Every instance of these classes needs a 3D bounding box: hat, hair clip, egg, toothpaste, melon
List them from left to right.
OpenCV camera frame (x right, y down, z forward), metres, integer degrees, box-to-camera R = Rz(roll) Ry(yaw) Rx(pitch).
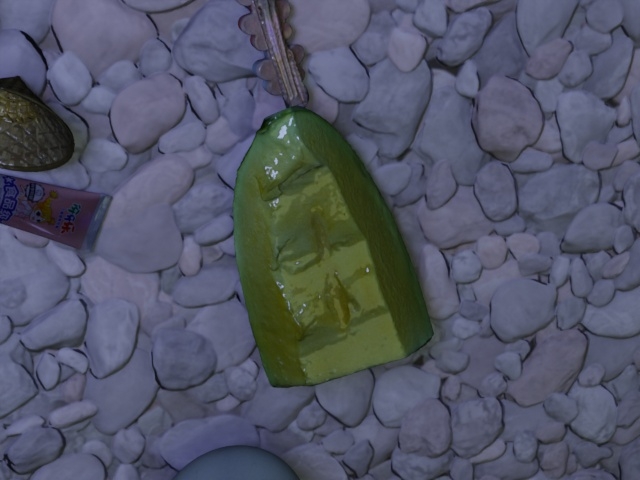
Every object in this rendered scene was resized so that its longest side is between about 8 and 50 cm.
[{"bbox_3d":[-0.302,-0.133,1.230,0.146,0.067,0.146,7,150,4],"label":"hat"},{"bbox_3d":[-0.314,-0.039,1.280,0.194,0.043,0.067,15,106,-27],"label":"toothpaste"},{"bbox_3d":[-0.109,0.352,1.433,0.183,0.183,0.264,12,118,-20],"label":"egg"},{"bbox_3d":[-0.057,-0.227,1.261,0.062,0.056,0.214,-28,128,-20],"label":"hair clip"},{"bbox_3d":[0.000,0.000,1.340,0.196,0.124,0.323,-20,111,-8],"label":"melon"}]
